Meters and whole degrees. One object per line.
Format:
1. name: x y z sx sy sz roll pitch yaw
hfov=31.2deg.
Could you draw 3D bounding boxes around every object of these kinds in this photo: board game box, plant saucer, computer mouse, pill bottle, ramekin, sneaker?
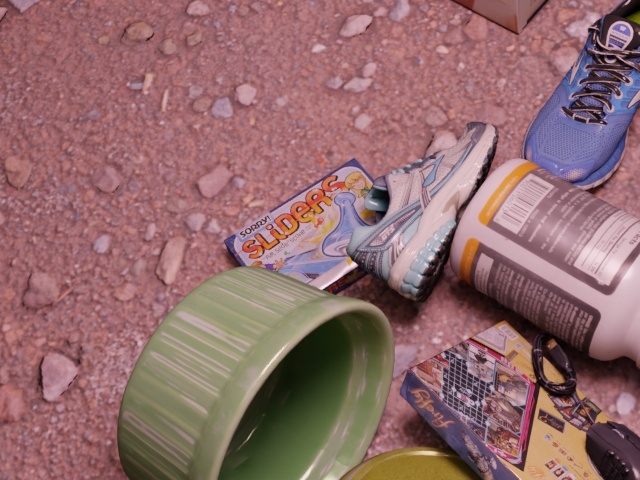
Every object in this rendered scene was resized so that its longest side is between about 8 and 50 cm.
1. board game box: 0.224 0.203 1.232 0.165 0.042 0.243 -20 53 -38
2. plant saucer: 0.115 0.290 1.182 0.241 0.037 0.241 2 33 -1
3. computer mouse: 0.297 0.183 1.218 0.071 0.041 0.242 -7 46 -28
4. board game box: 0.000 0.000 1.431 0.201 0.035 0.136 -33 61 -11
5. pill bottle: 0.298 0.035 1.291 0.278 0.162 0.162 32 70 23
6. ramekin: -0.069 0.174 1.198 0.148 0.303 0.303 26 67 30
7. sneaker: 0.124 -0.061 1.372 0.122 0.110 0.283 24 50 11
8. sneaker: 0.349 -0.203 1.422 0.130 0.147 0.330 25 65 23

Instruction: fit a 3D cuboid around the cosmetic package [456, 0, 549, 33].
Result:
1. cosmetic package: 0.195 -0.432 1.594 0.296 0.129 0.153 35 73 24
